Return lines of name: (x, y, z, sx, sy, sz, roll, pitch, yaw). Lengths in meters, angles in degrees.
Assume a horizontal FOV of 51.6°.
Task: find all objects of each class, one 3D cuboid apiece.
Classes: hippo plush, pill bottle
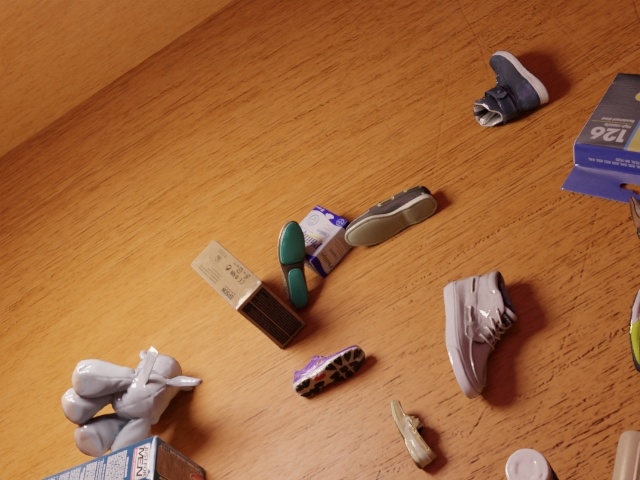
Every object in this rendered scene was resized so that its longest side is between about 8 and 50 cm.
hippo plush: (-0.415, 0.320, 1.471, 0.294, 0.234, 0.236, -54, 5, 9)
pill bottle: (0.332, 0.374, 1.019, 0.067, 0.120, 0.067, -19, 45, 20)

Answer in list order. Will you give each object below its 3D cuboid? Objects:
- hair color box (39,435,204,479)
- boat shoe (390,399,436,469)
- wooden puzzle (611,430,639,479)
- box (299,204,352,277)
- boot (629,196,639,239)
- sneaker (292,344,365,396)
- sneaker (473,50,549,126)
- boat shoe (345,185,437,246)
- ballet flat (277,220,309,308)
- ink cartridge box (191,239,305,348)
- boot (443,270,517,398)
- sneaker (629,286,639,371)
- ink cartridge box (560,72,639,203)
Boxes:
hair color box: (-0.429, 0.532, 1.359, 0.347, 0.174, 0.105, -23, 42, 15)
boat shoe: (0.170, 0.348, 1.211, 0.045, 0.050, 0.135, -29, 52, 4)
wooden puzzle: (0.530, 0.395, 0.930, 0.238, 0.044, 0.221, -1, 54, 40)
box: (0.000, 0.000, 1.614, 0.137, 0.072, 0.126, -48, 42, -11)
boot: (0.638, -0.043, 1.246, 0.086, 0.042, 0.119, -10, 50, 19)
sneaker: (0.011, 0.258, 1.384, 0.169, 0.068, 0.071, -28, 37, 11)
sneaker: (0.433, -0.375, 1.640, 0.163, 0.086, 0.226, -30, 43, 4)
boat shoe: (0.159, -0.058, 1.556, 0.227, 0.081, 0.069, -23, 40, 5)
ballet flat: (-0.070, 0.055, 1.546, 0.073, 0.206, 0.067, -5, 7, -21)
ink cartridge box: (-0.168, 0.123, 1.528, 0.088, 0.193, 0.234, -47, 42, -8)
boot: (0.306, 0.164, 1.239, 0.123, 0.095, 0.258, -23, 42, 25)
sneaker: (0.605, 0.095, 1.095, 0.121, 0.111, 0.300, 21, 69, 39)
ink cartridge box: (0.686, -0.207, 1.333, 0.303, 0.072, 0.307, 18, 63, 41)
